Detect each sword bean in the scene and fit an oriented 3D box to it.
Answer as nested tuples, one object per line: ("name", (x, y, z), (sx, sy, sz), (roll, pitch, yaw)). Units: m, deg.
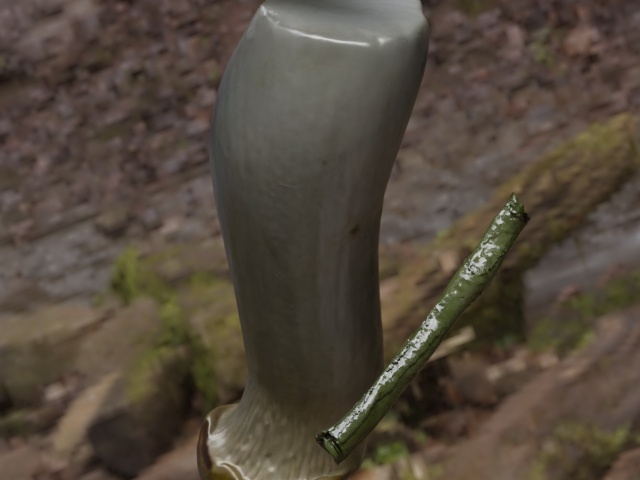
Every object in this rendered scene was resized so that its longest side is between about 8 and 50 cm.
("sword bean", (0.027, 0.021, 0.446), (0.083, 0.012, 0.012), (-51, 20, -17))

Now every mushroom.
("mushroom", (0.000, 0.000, 1.026), (0.122, 0.329, 0.159), (18, 23, 29))
